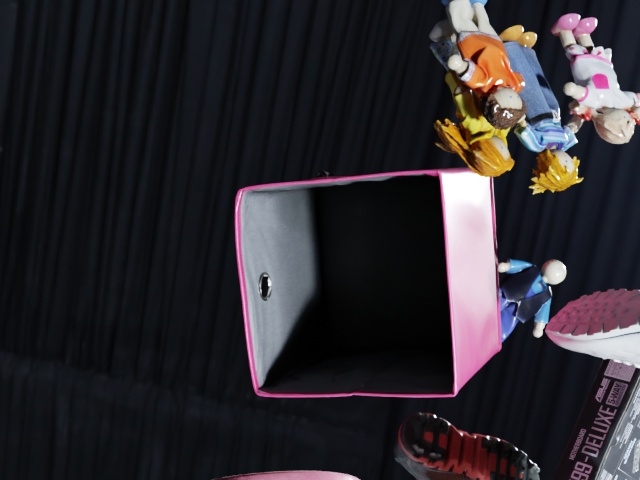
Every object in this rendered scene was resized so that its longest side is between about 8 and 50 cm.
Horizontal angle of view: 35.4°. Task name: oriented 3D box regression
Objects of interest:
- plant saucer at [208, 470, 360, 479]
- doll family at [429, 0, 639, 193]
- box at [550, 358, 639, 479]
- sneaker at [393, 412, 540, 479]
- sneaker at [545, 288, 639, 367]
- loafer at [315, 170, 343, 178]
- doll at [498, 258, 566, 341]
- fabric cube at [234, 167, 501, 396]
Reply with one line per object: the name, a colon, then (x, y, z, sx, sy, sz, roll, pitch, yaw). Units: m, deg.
plant saucer: (-0.068, 0.364, 1.303, 0.331, 0.084, 0.332, -4, -24, -2)
doll family: (0.191, -0.128, 0.955, 0.262, 0.163, 0.118, 1, -25, -38)
box: (0.455, 0.322, 1.432, 0.242, 0.308, 0.076, 35, -15, -33)
sneaker: (0.246, 0.388, 1.732, 0.276, 0.135, 0.098, 23, 55, -7)
sneaker: (0.364, 0.111, 1.139, 0.235, 0.095, 0.090, -6, 34, 48)
loafer: (0.000, 0.000, 1.616, 0.095, 0.109, 0.303, 30, 42, -8)
doll: (0.294, 0.093, 1.490, 0.189, 0.129, 0.046, -38, 9, -19)
fabric cube: (0.070, 0.041, 1.245, 0.259, 0.254, 0.258, -3, 5, 22)
